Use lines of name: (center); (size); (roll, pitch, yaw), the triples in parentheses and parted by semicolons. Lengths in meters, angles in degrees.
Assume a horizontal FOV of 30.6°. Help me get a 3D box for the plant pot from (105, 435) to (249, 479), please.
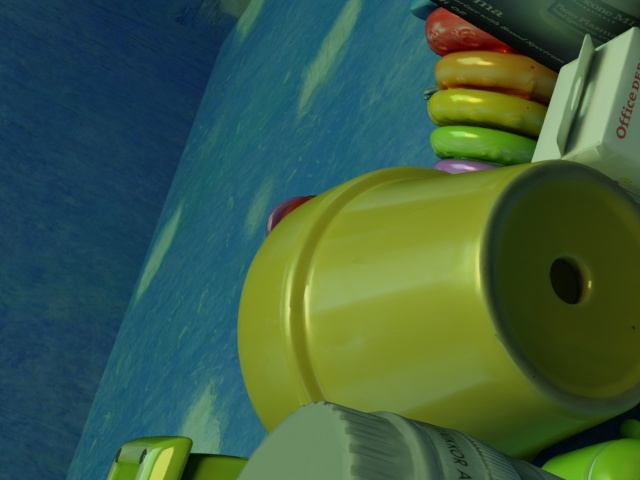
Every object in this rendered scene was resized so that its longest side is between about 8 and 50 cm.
plant pot: (-0.134, 0.326, 1.238); (0.227, 0.207, 0.228); (-21, 46, 67)

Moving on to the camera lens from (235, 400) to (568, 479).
camera lens: (0.084, 0.220, 0.568); (0.219, 0.274, 0.219); (-56, 18, 29)

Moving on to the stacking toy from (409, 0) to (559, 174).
stacking toy: (0.157, -0.086, 1.075); (0.166, 0.175, 0.301); (-179, 102, -71)

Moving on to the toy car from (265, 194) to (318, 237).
toy car: (0.000, 0.000, 1.424); (0.159, 0.136, 0.182); (-67, 16, -6)

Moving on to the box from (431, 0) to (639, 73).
box: (0.214, -0.248, 0.817); (0.182, 0.296, 0.294); (-68, 16, -12)

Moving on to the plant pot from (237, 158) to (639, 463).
plant pot: (0.104, 0.053, 0.815); (0.239, 0.254, 0.254); (-27, 40, 57)

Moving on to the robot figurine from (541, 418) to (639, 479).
robot figurine: (0.179, 0.161, 0.733); (0.101, 0.067, 0.115); (-60, 12, -30)

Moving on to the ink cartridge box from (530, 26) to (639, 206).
ink cartridge box: (0.222, -0.074, 0.811); (0.090, 0.143, 0.092); (-26, 41, 66)

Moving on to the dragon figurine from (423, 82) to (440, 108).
dragon figurine: (0.205, -0.263, 1.258); (0.289, 0.144, 0.085); (-39, 22, 16)
